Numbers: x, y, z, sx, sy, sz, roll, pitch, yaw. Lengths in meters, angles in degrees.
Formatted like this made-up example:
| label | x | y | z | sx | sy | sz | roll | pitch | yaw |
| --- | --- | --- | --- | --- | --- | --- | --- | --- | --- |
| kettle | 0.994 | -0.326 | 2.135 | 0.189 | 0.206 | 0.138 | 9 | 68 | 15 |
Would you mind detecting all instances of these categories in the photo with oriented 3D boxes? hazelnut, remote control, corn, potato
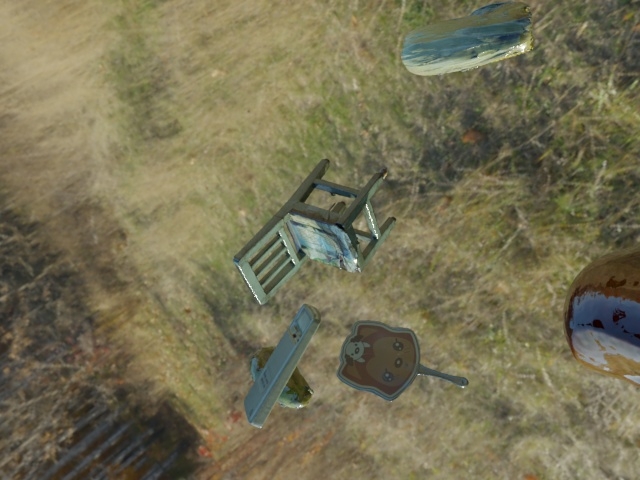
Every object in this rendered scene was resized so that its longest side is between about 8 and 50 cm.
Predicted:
| label | x | y | z | sx | sy | sz | roll | pitch | yaw |
| --- | --- | --- | --- | --- | --- | --- | --- | --- | --- |
| hazelnut | 0.762 | 0.180 | 1.538 | 0.409 | 0.359 | 0.359 | 25 | 146 | 44 |
| remote control | -0.082 | 0.275 | 1.536 | 0.038 | 0.285 | 0.123 | 30 | -177 | -17 |
| corn | 0.326 | -0.441 | 1.517 | 0.305 | 0.123 | 0.122 | -6 | 110 | 33 |
| potato | -0.105 | 0.357 | 1.784 | 0.225 | 0.117 | 0.090 | 36 | 157 | 44 |

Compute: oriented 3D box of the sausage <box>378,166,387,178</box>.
| label | x | y | z | sx | sy | sz | roll | pitch | yaw |
| --- | --- | --- | --- | --- | --- | --- | --- | --- | --- |
| sausage | 0.090 | -0.089 | 1.218 | 0.015 | 0.100 | 0.015 | 30 | -163 | -10 |

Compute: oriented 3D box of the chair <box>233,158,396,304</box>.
| label | x | y | z | sx | sy | sz | roll | pitch | yaw |
| --- | --- | --- | --- | --- | --- | --- | --- | --- | --- |
| chair | 0.000 | 0.000 | 1.207 | 0.147 | 0.270 | 0.136 | 20 | 148 | 34 |

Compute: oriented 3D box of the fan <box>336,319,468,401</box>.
| label | x | y | z | sx | sy | sz | roll | pitch | yaw |
| --- | --- | --- | --- | --- | --- | --- | --- | --- | --- |
| fan | 0.138 | 0.207 | 1.142 | 0.220 | 0.132 | 0.009 | 15 | 153 | 18 |
